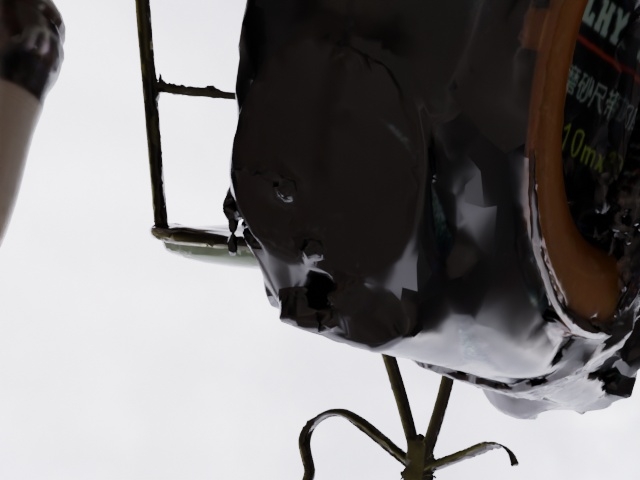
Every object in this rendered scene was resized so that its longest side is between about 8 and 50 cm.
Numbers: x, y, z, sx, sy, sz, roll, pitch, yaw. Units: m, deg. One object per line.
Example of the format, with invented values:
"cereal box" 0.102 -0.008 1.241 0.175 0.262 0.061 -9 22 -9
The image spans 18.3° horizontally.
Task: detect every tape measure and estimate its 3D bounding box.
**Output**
"tape measure" 0.062 -0.056 0.677 0.135 0.223 0.202 17 179 35

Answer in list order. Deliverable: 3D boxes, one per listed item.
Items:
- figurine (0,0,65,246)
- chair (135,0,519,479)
"figurine" -0.253 -0.071 0.827 0.320 0.323 0.196 -37 -121 1
"chair" 0.000 0.000 0.967 0.159 0.326 0.170 5 -176 43
